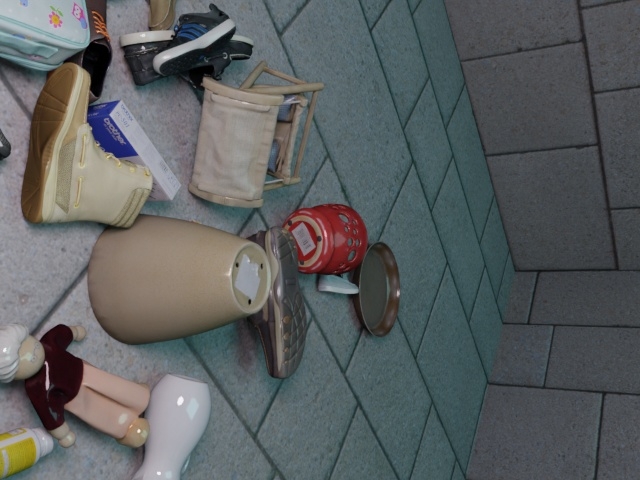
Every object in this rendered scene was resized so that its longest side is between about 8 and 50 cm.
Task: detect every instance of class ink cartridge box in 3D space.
[{"bbox_3d":[-0.353,-0.158,1.267,0.207,0.097,0.046,61,39,-39],"label":"ink cartridge box"}]

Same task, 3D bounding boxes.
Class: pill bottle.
[{"bbox_3d":[-0.473,0.325,1.055,0.116,0.065,0.065,-8,95,-60],"label":"pill bottle"}]

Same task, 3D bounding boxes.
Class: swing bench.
[{"bbox_3d":[-0.141,-0.226,1.488,0.254,0.165,0.253,-41,150,-55],"label":"swing bench"}]

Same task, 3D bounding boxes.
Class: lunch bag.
[{"bbox_3d":[-0.480,-0.375,1.005,0.279,0.107,0.224,4,69,-60],"label":"lunch bag"}]

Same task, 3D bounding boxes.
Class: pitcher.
[{"bbox_3d":[-0.282,0.372,1.355,0.178,0.125,0.207,50,54,-76],"label":"pitcher"}]

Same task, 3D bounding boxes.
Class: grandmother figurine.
[{"bbox_3d":[-0.412,0.227,1.131,0.342,0.104,0.208,49,17,-51],"label":"grandmother figurine"}]

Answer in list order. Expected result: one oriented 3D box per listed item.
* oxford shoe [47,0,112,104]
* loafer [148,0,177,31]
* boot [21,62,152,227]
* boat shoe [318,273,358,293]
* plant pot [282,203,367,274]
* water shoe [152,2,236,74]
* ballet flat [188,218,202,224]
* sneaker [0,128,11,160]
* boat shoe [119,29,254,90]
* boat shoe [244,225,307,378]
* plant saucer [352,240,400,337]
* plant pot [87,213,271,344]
[{"bbox_3d":[-0.396,-0.359,1.197,0.097,0.098,0.272,16,76,-59],"label":"oxford shoe"},{"bbox_3d":[-0.323,-0.477,1.388,0.050,0.056,0.148,45,41,-49],"label":"loafer"},{"bbox_3d":[-0.375,-0.149,1.157,0.203,0.095,0.262,5,101,-50],"label":"boot"},{"bbox_3d":[0.053,0.123,2.005,0.184,0.066,0.063,10,80,-50],"label":"boat shoe"},{"bbox_3d":[0.000,0.000,1.796,0.174,0.191,0.191,-5,93,-52],"label":"plant pot"},{"bbox_3d":[-0.252,-0.380,1.300,0.080,0.073,0.203,48,53,2],"label":"water shoe"},{"bbox_3d":[-0.237,0.071,1.476,0.091,0.077,0.241,-24,109,-66],"label":"ballet flat"},{"bbox_3d":[-0.521,-0.221,0.993,0.234,0.078,0.106,55,45,-40],"label":"sneaker"},{"bbox_3d":[-0.259,-0.365,1.417,0.340,0.127,0.113,-21,108,-57],"label":"boat shoe"},{"bbox_3d":[-0.119,0.148,1.630,0.132,0.130,0.356,15,69,-63],"label":"boat shoe"},{"bbox_3d":[0.177,0.158,2.226,0.310,0.050,0.311,5,84,-61],"label":"plant saucer"},{"bbox_3d":[-0.238,0.072,1.276,0.256,0.273,0.257,4,85,-60],"label":"plant pot"}]
